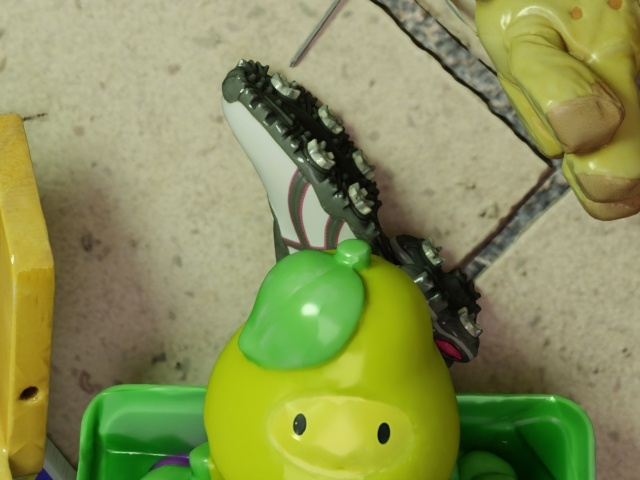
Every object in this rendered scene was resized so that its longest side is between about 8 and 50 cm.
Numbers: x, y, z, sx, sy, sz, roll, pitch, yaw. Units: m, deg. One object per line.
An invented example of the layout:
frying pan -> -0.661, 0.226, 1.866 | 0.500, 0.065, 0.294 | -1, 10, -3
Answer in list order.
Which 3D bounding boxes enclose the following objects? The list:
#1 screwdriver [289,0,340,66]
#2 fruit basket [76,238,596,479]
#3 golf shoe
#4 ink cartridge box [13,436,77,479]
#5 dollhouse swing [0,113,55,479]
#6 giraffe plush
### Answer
screwdriver -> 0.024, -0.190, 1.345 | 0.025, 0.024, 0.170 | 49, 113, 16
fruit basket -> 0.010, 0.187, 1.310 | 0.392, 0.283, 0.392 | 1, 152, 1
golf shoe -> 0.000, 0.000, 1.369 | 0.120, 0.105, 0.273 | -32, 105, 19
ink cartridge box -> -0.249, 0.266, 1.496 | 0.206, 0.045, 0.208 | -32, 104, 13
dollhouse swing -> -0.334, 0.135, 1.232 | 0.347, 0.305, 0.315 | -7, 134, -19
giraffe plush -> 0.202, -0.144, 1.299 | 0.170, 0.181, 0.210 | -33, 71, 2
